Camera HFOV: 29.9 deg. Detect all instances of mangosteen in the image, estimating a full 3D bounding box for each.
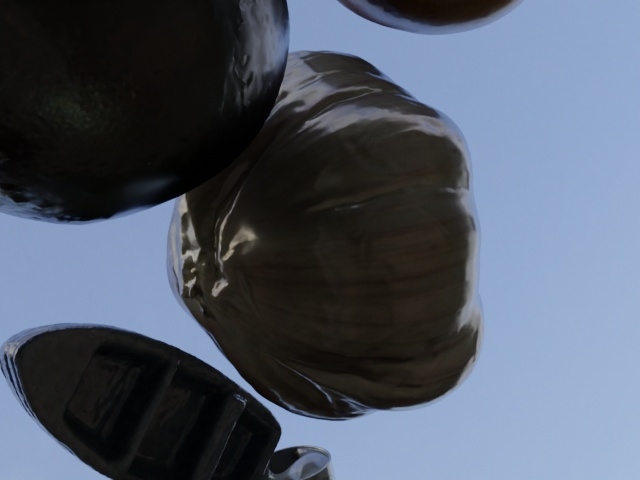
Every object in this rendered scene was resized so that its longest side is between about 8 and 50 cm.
[{"bbox_3d":[-0.164,-0.164,0.828,0.330,0.330,0.330,-13,-55,-19],"label":"mangosteen"}]

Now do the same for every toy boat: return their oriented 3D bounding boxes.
[{"bbox_3d":[-0.158,0.147,1.036,0.283,0.078,0.127,35,-102,-37],"label":"toy boat"}]

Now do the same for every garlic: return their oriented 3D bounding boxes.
[{"bbox_3d":[0.000,0.000,1.008,0.259,0.317,0.317,-7,-57,-30],"label":"garlic"}]

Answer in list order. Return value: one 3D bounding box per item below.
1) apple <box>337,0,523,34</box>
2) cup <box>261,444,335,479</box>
[{"bbox_3d":[0.096,-0.302,1.085,0.254,0.253,0.253,-13,-55,-19],"label":"apple"},{"bbox_3d":[-0.012,0.314,1.425,0.136,0.099,0.133,-25,-71,-43],"label":"cup"}]
